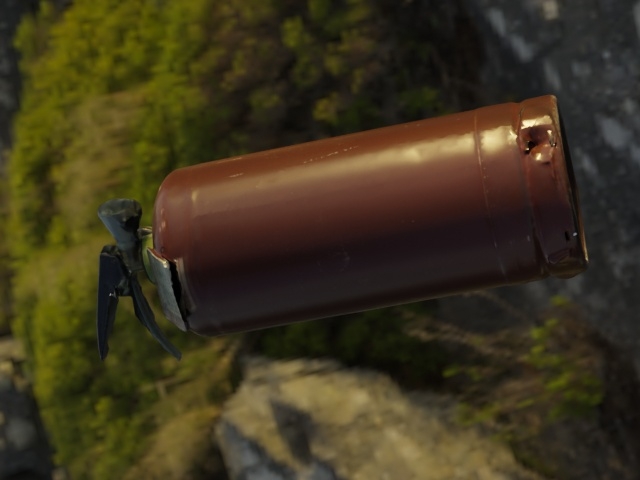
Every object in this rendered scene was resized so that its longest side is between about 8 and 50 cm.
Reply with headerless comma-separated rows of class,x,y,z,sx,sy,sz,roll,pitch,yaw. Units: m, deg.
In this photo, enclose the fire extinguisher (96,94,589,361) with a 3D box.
fire extinguisher,0.000,0.000,0.901,0.105,0.269,0.105,-11,-90,-80
